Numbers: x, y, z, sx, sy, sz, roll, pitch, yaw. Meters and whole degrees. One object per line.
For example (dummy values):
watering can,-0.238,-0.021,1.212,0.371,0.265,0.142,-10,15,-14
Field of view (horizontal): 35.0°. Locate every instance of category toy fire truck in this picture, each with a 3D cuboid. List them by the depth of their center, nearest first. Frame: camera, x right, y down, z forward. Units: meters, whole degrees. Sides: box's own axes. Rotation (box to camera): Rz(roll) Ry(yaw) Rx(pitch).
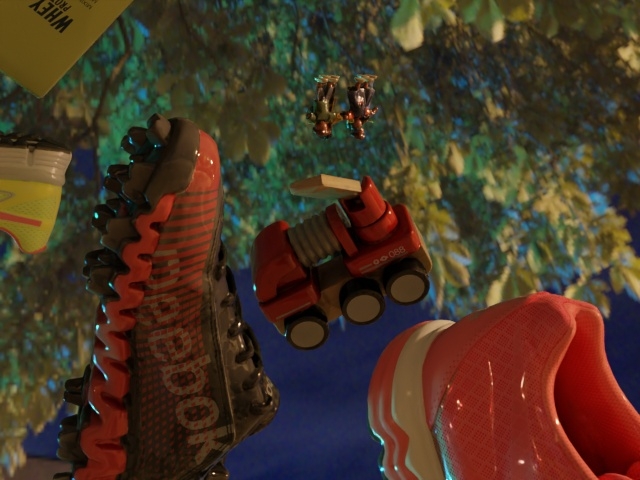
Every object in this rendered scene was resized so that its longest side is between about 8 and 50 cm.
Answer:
toy fire truck,0.000,0.000,1.245,0.217,0.158,0.246,-25,-57,10

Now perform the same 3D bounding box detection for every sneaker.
sneaker,0.127,0.170,0.478,0.116,0.314,0.136,-7,-20,-44
sneaker,-0.083,0.055,0.625,0.135,0.098,0.276,8,-63,-13
sneaker,-0.278,-0.028,0.689,0.208,0.081,0.094,3,-77,-9

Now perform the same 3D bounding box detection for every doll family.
doll family,0.038,-0.213,1.661,0.193,0.076,0.111,-7,-71,-37

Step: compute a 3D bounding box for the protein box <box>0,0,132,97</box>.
protein box,-0.205,-0.246,0.666,0.201,0.136,0.200,-44,-49,11
